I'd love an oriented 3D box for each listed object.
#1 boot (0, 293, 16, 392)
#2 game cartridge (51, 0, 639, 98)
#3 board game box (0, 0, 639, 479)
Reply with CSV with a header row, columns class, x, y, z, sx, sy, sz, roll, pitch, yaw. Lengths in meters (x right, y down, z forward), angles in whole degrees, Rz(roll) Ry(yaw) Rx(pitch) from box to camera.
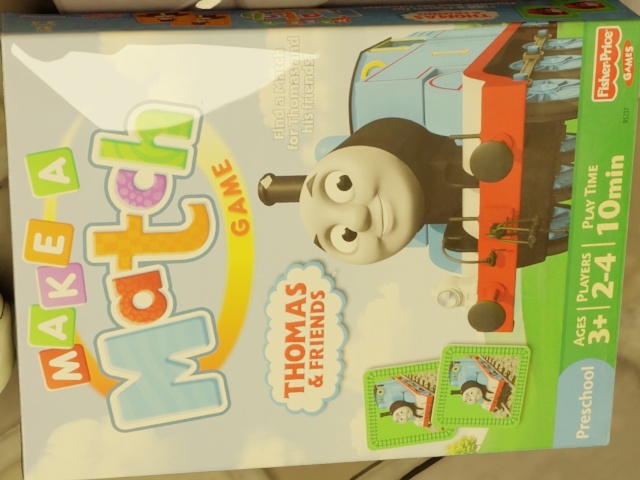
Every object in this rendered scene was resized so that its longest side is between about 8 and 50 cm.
class,x,y,z,sx,sy,sz,roll,pitch,yaw
boot,-0.241,0.018,0.582,0.244,0.088,0.176,-19,111,-1
game cartridge,0.070,-0.150,0.599,0.355,0.068,0.230,-27,117,-1
board game box,0.000,0.000,0.589,0.211,0.039,0.160,-3,111,-9
